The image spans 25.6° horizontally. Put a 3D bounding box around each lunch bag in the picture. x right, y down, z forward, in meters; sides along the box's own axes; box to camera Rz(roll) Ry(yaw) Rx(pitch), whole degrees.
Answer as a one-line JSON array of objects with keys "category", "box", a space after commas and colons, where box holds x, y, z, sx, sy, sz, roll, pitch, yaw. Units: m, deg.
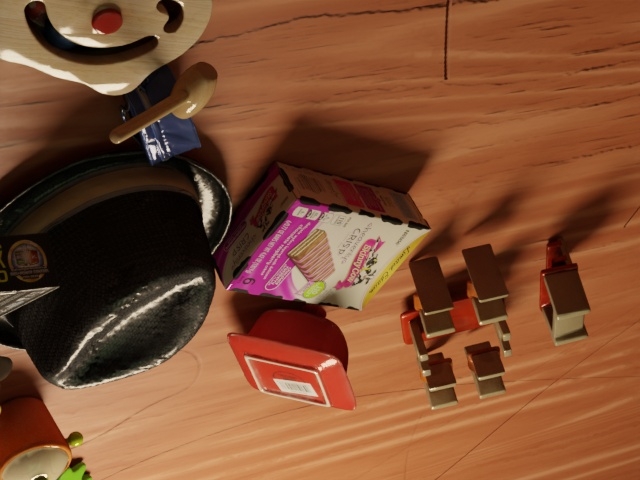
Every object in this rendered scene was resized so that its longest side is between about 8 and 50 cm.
[{"category": "lunch bag", "box": [-0.170, -0.129, 1.454, 0.065, 0.067, 0.098, -24, 142, -8]}]

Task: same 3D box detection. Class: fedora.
[{"category": "fedora", "box": [-0.233, 0.055, 1.568, 0.334, 0.152, 0.334, -19, 143, -14]}]

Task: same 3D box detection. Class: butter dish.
[{"category": "butter dish", "box": [-0.024, 0.138, 1.859, 0.160, 0.118, 0.160, 10, 149, 18]}]

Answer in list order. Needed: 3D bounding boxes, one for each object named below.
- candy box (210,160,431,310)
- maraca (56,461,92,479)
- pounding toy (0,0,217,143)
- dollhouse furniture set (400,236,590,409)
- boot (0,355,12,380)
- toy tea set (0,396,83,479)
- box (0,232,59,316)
[{"category": "candy box", "box": [0.000, 0.000, 1.731, 0.233, 0.071, 0.159, 10, 129, -43]}, {"category": "maraca", "box": [-0.384, 0.380, 1.925, 0.185, 0.099, 0.127, -45, 157, -23]}, {"category": "pounding toy", "box": [-0.180, -0.195, 1.285, 0.269, 0.155, 0.154, 15, 128, -42]}, {"category": "dollhouse furniture set", "box": [0.241, 0.097, 2.005, 0.259, 0.135, 0.262, -13, 143, -3]}, {"category": "boot", "box": [-0.419, 0.128, 1.587, 0.106, 0.114, 0.037, -4, 112, -44]}, {"category": "toy tea set", "box": [-0.460, 0.310, 1.754, 0.336, 0.124, 0.200, -43, 143, 18]}, {"category": "box", "box": [-0.421, 0.062, 1.402, 0.216, 0.060, 0.270, -5, 167, -41]}]
